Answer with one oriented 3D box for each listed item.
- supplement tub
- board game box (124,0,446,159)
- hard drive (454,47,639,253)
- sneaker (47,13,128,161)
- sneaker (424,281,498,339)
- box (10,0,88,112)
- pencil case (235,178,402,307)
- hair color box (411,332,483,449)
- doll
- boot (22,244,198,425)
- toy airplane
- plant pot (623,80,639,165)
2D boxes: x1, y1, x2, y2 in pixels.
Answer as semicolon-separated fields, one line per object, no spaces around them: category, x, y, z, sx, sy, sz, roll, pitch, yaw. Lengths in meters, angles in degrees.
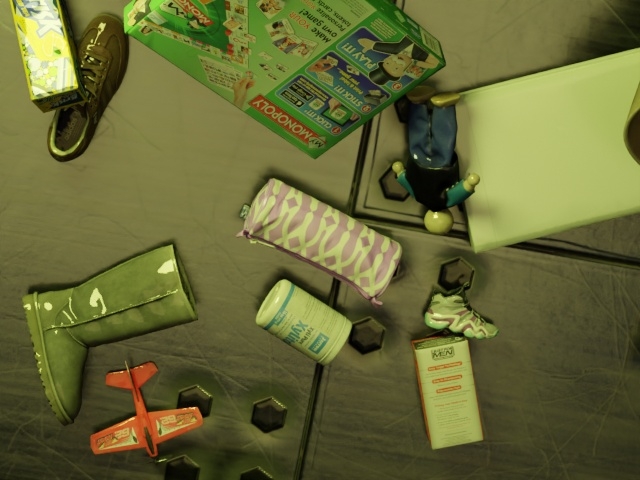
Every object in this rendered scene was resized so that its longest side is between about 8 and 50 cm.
supplement tub;-0.022;0.104;1.784;0.107;0.071;0.071;32;99;-9
board game box;-0.036;-0.232;1.606;0.213;0.046;0.317;-33;135;27
hard drive;0.321;-0.118;1.769;0.307;0.040;0.203;-14;104;0
sneaker;-0.281;-0.181;1.700;0.066;0.071;0.188;18;102;-7
sneaker;0.189;0.087;1.809;0.098;0.038;0.069;12;103;-7
box;-0.325;-0.242;1.658;0.059;0.054;0.169;-15;77;0
pencil case;0.000;0.000;1.751;0.206;0.086;0.088;25;66;-8
hair color box;0.166;0.196;1.831;0.072;0.043;0.141;-10;105;-1
doll;0.145;-0.091;1.737;0.129;0.046;0.189;17;123;35
boot;-0.256;0.120;1.769;0.208;0.076;0.190;-14;92;-6
toy airplane;-0.235;0.223;1.821;0.151;0.028;0.151;-1;103;-5
plant pot;0.502;-0.227;1.639;0.256;0.256;0.274;17;67;-7
